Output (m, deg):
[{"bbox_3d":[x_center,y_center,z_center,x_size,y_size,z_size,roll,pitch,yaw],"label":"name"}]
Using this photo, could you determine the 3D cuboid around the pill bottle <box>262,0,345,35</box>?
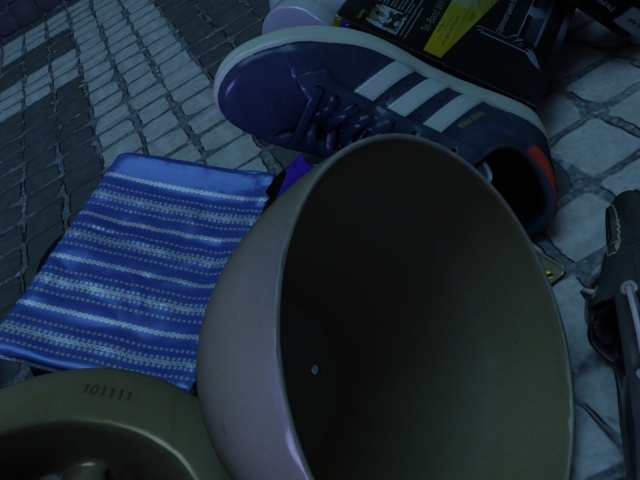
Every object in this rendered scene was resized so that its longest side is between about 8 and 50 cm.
[{"bbox_3d":[0.044,-0.384,0.977,0.182,0.181,0.323,4,51,36],"label":"pill bottle"}]

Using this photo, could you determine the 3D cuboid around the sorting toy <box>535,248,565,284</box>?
[{"bbox_3d":[0.180,0.026,0.621,0.062,0.012,0.083,-37,39,-8],"label":"sorting toy"}]

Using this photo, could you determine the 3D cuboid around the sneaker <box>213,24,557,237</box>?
[{"bbox_3d":[0.074,-0.086,0.606,0.350,0.131,0.148,10,49,-16],"label":"sneaker"}]

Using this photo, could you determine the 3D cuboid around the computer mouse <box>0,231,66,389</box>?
[{"bbox_3d":[-0.302,0.104,0.810,0.189,0.072,0.272,-16,52,15],"label":"computer mouse"}]

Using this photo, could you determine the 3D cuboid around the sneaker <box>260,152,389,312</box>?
[{"bbox_3d":[0.000,0.000,0.709,0.146,0.102,0.293,-31,34,10],"label":"sneaker"}]

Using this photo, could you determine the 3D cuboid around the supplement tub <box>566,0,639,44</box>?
[{"bbox_3d":[0.330,-0.318,0.748,0.117,0.190,0.117,-57,17,28],"label":"supplement tub"}]

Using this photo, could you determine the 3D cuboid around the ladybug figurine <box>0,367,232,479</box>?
[{"bbox_3d":[-0.177,0.272,0.400,0.305,0.161,0.449,13,31,-4],"label":"ladybug figurine"}]

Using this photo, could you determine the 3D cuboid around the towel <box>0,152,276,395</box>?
[{"bbox_3d":[-0.203,0.018,0.784,0.243,0.040,0.336,11,49,9],"label":"towel"}]

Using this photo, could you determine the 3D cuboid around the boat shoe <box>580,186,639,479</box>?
[{"bbox_3d":[0.221,0.090,0.444,0.096,0.112,0.335,-11,45,16],"label":"boat shoe"}]

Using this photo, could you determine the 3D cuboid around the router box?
[{"bbox_3d":[0.178,-0.281,0.811,0.243,0.081,0.308,27,57,6],"label":"router box"}]

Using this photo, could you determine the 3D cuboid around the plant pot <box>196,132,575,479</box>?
[{"bbox_3d":[0.023,0.092,0.471,0.191,0.284,0.284,-22,33,45],"label":"plant pot"}]
